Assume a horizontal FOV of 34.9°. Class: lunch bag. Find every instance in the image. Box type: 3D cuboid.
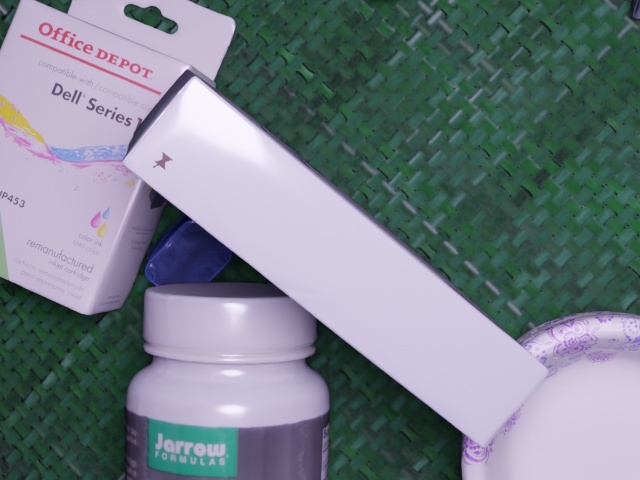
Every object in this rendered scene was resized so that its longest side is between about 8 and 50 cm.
[{"bbox_3d":[-0.141,0.012,1.108,0.098,0.065,0.067,-45,107,5],"label":"lunch bag"}]

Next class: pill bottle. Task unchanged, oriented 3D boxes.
[{"bbox_3d":[-0.093,0.228,1.017,0.204,0.204,0.360,1,93,8],"label":"pill bottle"}]

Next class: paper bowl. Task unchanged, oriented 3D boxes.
[{"bbox_3d":[0.282,0.211,1.006,0.284,0.148,0.284,0,88,7],"label":"paper bowl"}]

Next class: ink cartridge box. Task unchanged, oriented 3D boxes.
[{"bbox_3d":[-0.253,-0.122,1.100,0.207,0.119,0.353,23,92,8],"label":"ink cartridge box"}]

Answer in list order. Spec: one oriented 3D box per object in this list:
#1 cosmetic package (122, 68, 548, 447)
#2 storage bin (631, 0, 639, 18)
[{"bbox_3d":[0.000,0.000,0.926,0.377,0.284,0.097,39,95,-14],"label":"cosmetic package"},{"bbox_3d":[0.378,-0.296,1.037,0.135,0.098,0.091,-12,77,7],"label":"storage bin"}]
